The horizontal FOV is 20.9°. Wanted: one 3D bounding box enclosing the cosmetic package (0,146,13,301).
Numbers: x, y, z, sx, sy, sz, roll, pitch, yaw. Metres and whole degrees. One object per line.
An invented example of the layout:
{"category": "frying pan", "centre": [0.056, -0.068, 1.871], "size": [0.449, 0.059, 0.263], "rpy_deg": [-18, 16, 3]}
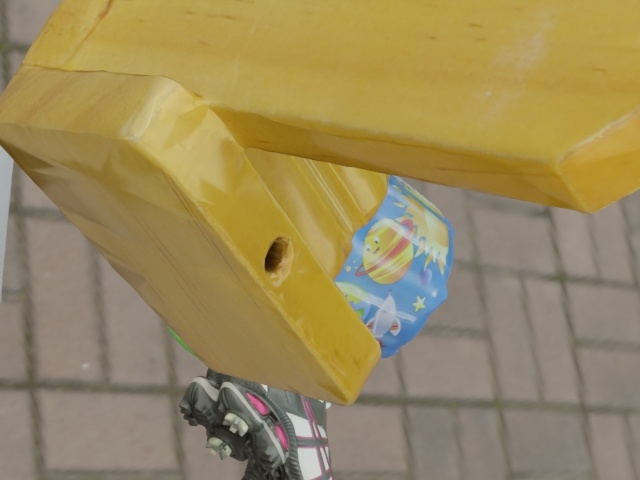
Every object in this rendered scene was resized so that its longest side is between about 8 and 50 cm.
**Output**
{"category": "cosmetic package", "centre": [-0.511, -0.031, 1.453], "size": [0.393, 0.329, 0.327], "rpy_deg": [-34, 74, -28]}

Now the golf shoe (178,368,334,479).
{"category": "golf shoe", "centre": [-0.021, 0.190, 1.539], "size": [0.120, 0.105, 0.273], "rpy_deg": [-54, 140, -33]}

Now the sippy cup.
{"category": "sippy cup", "centre": [0.000, 0.000, 1.672], "size": [0.224, 0.305, 0.240], "rpy_deg": [27, 64, -29]}

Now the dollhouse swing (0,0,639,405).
{"category": "dollhouse swing", "centre": [0.102, -0.103, 0.698], "size": [0.347, 0.305, 0.315], "rpy_deg": [-59, 146, -17]}
